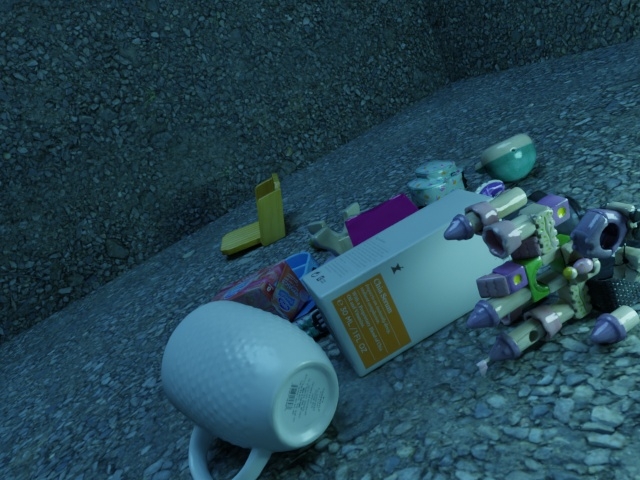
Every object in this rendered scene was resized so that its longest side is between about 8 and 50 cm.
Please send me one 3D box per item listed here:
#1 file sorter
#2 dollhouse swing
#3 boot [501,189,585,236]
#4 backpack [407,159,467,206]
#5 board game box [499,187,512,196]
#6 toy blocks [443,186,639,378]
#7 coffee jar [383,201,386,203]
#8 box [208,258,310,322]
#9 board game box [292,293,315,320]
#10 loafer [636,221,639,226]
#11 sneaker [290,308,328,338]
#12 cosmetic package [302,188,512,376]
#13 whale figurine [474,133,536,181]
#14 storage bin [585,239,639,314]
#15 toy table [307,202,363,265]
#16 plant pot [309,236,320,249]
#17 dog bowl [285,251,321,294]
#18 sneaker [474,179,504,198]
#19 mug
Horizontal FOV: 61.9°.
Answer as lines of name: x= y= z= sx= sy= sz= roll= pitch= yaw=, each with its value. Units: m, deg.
file sorter: x=0.210 y=0.017 z=1.525 sx=0.202 sy=0.182 sz=0.291 roll=-26 pitch=17 yaw=5
dollhouse swing: x=-0.332 y=-0.129 z=2.515 sx=0.304 sy=0.315 sz=0.347 roll=-7 pitch=18 yaw=-5
boot: x=0.523 y=-0.017 z=1.347 sx=0.222 sy=0.118 sz=0.338 roll=-28 pitch=7 yaw=5
backpack: x=0.412 y=-0.207 z=1.931 sx=0.188 sy=0.144 sz=0.166 roll=-35 pitch=25 yaw=-16
board game box: x=0.502 y=-0.085 z=1.625 sx=0.193 sy=0.045 sz=0.147 roll=-20 pitch=19 yaw=19
toy blocks: x=0.373 y=0.084 z=0.972 sx=0.260 sy=0.289 sz=0.309 roll=-27 pitch=21 yaw=-15
coffee jar: x=0.244 y=-0.070 z=1.850 sx=0.079 sy=0.096 sz=0.184 roll=-17 pitch=19 yaw=17
box: x=-0.201 y=0.193 z=1.591 sx=0.299 sy=0.142 sz=0.154 roll=-25 pitch=16 yaw=39
board game box: x=-0.043 y=0.206 z=1.567 sx=0.133 sy=0.033 sz=0.168 roll=-21 pitch=14 yaw=45
loafer: x=0.794 y=-0.073 z=1.123 sx=0.302 sy=0.095 sz=0.109 roll=-21 pitch=19 yaw=16
sneaker: x=-0.064 y=0.256 z=1.449 sx=0.223 sy=0.083 sz=0.098 roll=-25 pitch=-2 yaw=-13
cosmetic package: x=0.215 y=0.089 z=1.252 sx=0.453 sy=0.230 sz=0.161 roll=-30 pitch=19 yaw=-8
whale figurine: x=0.646 y=-0.267 z=1.846 sx=0.216 sy=0.141 sz=0.272 roll=-24 pitch=-6 yaw=4
storage bin: x=0.592 y=0.056 z=1.063 sx=0.180 sy=0.084 sz=0.122 roll=-31 pitch=19 yaw=-12
toy table: x=0.078 y=-0.001 z=1.788 sx=0.252 sy=0.161 sz=0.274 roll=-14 pitch=21 yaw=32
plant pot: x=0.000 y=0.000 z=2.033 sx=0.079 sy=0.083 sz=0.083 roll=-23 pitch=15 yaw=48
dog bowl: x=-0.088 y=0.129 z=1.792 sx=0.165 sy=0.074 sz=0.297 roll=-22 pitch=20 yaw=13
sneaker: x=0.483 y=-0.111 z=1.579 sx=0.170 sy=0.068 sz=0.071 roll=-37 pitch=35 yaw=-6
mug: x=-0.151 y=0.330 z=1.097 sx=0.328 sy=0.276 sz=0.374 roll=7 pitch=67 yaw=48
